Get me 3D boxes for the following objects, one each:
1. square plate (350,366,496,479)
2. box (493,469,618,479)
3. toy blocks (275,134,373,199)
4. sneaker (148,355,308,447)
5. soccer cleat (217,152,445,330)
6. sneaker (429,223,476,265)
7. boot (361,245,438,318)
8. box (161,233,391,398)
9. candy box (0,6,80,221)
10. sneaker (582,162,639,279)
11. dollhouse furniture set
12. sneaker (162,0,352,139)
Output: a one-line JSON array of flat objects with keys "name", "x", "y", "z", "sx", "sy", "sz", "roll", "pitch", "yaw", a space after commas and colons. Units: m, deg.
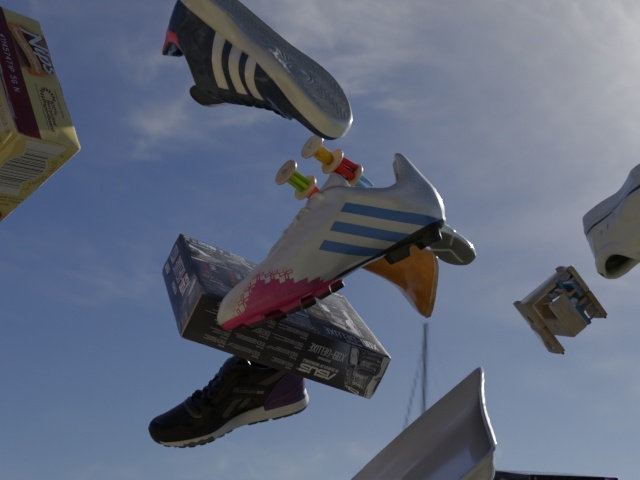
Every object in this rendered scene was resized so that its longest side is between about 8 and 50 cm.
[{"name": "square plate", "x": 0.080, "y": 0.312, "z": 1.007, "sx": 0.347, "sy": 0.049, "sz": 0.344, "roll": -45, "pitch": -2, "yaw": 10}, {"name": "box", "x": 0.346, "y": 0.364, "z": 1.304, "sx": 0.162, "sy": 0.029, "sz": 0.116, "roll": 10, "pitch": -14, "yaw": -21}, {"name": "toy blocks", "x": 0.012, "y": -0.107, "z": 1.561, "sx": 0.148, "sy": 0.054, "sz": 0.123, "roll": 35, "pitch": -67, "yaw": -28}, {"name": "sneaker", "x": -0.163, "y": 0.255, "z": 1.482, "sx": 0.283, "sy": 0.124, "sz": 0.107, "roll": -15, "pitch": 19, "yaw": -23}, {"name": "soccer cleat", "x": 0.000, "y": 0.000, "z": 1.131, "sx": 0.331, "sy": 0.143, "sz": 0.116, "roll": -26, "pitch": -5, "yaw": -8}, {"name": "sneaker", "x": 0.170, "y": -0.020, "z": 1.295, "sx": 0.152, "sy": 0.061, "sz": 0.053, "roll": 33, "pitch": -49, "yaw": 0}, {"name": "boot", "x": 0.074, "y": 0.026, "z": 1.445, "sx": 0.211, "sy": 0.295, "sz": 0.104, "roll": 8, "pitch": -63, "yaw": -9}, {"name": "box", "x": -0.072, "y": 0.110, "z": 1.303, "sx": 0.307, "sy": 0.076, "sz": 0.242, "roll": 22, "pitch": 12, "yaw": -23}, {"name": "candy box", "x": -0.420, "y": -0.096, "z": 0.979, "sx": 0.316, "sy": 0.183, "sz": 0.087, "roll": -34, "pitch": -25, "yaw": 25}, {"name": "sneaker", "x": 0.378, "y": -0.027, "z": 0.963, "sx": 0.094, "sy": 0.091, "sz": 0.258, "roll": -7, "pitch": -18, "yaw": -8}, {"name": "dollhouse furniture set", "x": 0.491, "y": 0.137, "z": 1.677, "sx": 0.129, "sy": 0.129, "sz": 0.184, "roll": -38, "pitch": 3, "yaw": -9}, {"name": "sneaker", "x": -0.103, "y": -0.233, "z": 1.284, "sx": 0.131, "sy": 0.350, "sz": 0.148, "roll": -7, "pitch": -44, "yaw": -56}]
